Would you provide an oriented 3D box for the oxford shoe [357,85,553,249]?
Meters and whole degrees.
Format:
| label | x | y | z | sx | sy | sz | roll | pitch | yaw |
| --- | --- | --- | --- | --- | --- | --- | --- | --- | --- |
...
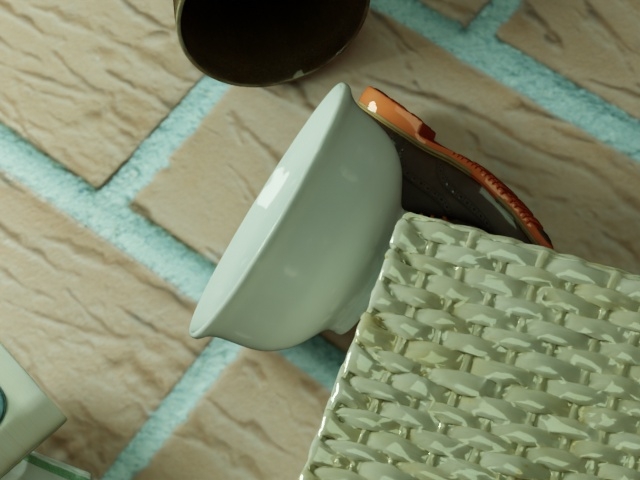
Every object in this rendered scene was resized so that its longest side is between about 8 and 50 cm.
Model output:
| label | x | y | z | sx | sy | sz | roll | pitch | yaw |
| --- | --- | --- | --- | --- | --- | --- | --- | --- | --- |
| oxford shoe | 0.127 | -0.050 | 1.691 | 0.271 | 0.097 | 0.098 | 39 | 95 | 25 |

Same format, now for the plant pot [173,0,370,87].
| label | x | y | z | sx | sy | sz | roll | pitch | yaw |
| --- | --- | --- | --- | --- | --- | --- | --- | --- | --- |
| plant pot | -0.078 | -0.328 | 1.781 | 0.215 | 0.215 | 0.230 | -17 | 51 | -2 |

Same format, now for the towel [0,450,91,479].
| label | x | y | z | sx | sy | sz | roll | pitch | yaw |
| --- | --- | --- | --- | --- | --- | --- | --- | --- | --- |
| towel | -0.311 | 0.284 | 1.609 | 0.113 | 0.023 | 0.152 | 19 | 69 | 15 |

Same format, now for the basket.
| label | x | y | z | sx | sy | sz | roll | pitch | yaw |
| --- | --- | --- | --- | --- | --- | --- | --- | --- | --- |
| basket | 0.176 | 0.195 | 1.468 | 0.331 | 0.266 | 0.328 | 17 | 68 | 12 |

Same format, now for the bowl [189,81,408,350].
| label | x | y | z | sx | sy | sz | roll | pitch | yaw |
| --- | --- | --- | --- | --- | --- | --- | --- | --- | --- |
| bowl | 0.000 | 0.000 | 1.591 | 0.134 | 0.298 | 0.298 | 30 | 70 | -8 |

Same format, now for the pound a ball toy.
| label | x | y | z | sx | sy | sz | roll | pitch | yaw |
| --- | --- | --- | --- | --- | --- | --- | --- | --- | --- |
| pound a ball toy | -0.434 | 0.201 | 1.545 | 0.319 | 0.136 | 0.208 | -41 | 87 | -11 |
